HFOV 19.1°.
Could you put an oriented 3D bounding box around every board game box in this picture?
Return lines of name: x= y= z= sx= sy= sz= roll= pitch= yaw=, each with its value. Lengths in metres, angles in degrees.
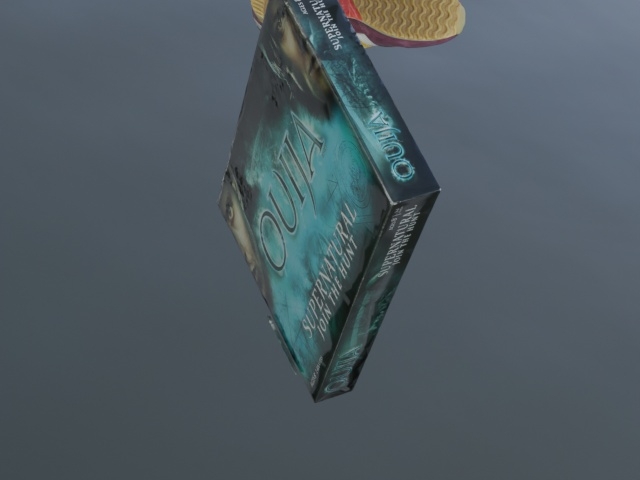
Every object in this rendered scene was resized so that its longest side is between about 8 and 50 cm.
board game box: x=-0.002 y=-0.021 z=0.886 sx=0.026 sy=0.186 sz=0.126 roll=-17 pitch=63 yaw=-21

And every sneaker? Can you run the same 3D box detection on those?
sneaker: x=0.034 y=-0.197 z=1.649 sx=0.185 sy=0.069 sz=0.084 roll=8 pitch=-12 yaw=6
